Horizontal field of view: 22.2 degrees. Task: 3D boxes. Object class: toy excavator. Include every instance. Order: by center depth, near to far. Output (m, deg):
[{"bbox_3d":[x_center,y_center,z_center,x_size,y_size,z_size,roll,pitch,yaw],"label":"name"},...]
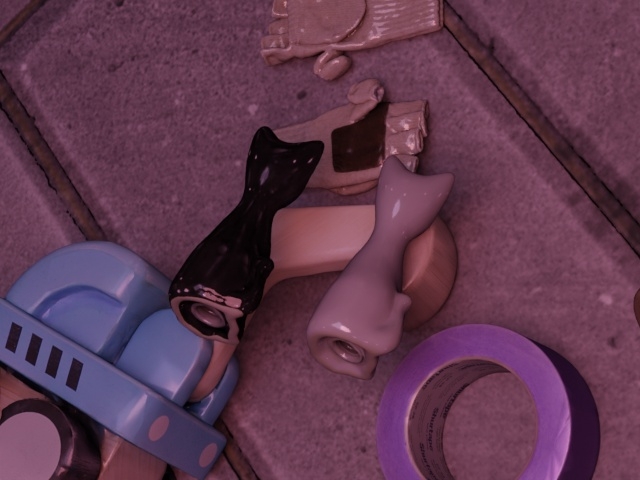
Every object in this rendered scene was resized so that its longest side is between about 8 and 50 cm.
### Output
[{"bbox_3d":[-0.142,0.088,1.598,0.433,0.222,0.445,26,82,30],"label":"toy excavator"}]

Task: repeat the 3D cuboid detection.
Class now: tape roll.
[{"bbox_3d":[0.150,0.174,1.473,0.189,0.080,0.189,-8,73,27],"label":"tape roll"}]

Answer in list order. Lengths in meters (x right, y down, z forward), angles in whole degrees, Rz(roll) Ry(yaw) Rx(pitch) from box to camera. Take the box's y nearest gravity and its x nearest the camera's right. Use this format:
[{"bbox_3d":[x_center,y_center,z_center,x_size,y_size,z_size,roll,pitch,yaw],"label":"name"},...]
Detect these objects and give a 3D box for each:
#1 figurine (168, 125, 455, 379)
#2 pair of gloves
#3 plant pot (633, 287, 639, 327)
[{"bbox_3d":[0.000,0.000,1.470,0.215,0.092,0.209,14,62,18],"label":"figurine"},{"bbox_3d":[0.022,-0.164,1.653,0.204,0.042,0.240,-2,75,29],"label":"pair of gloves"},{"bbox_3d":[0.451,0.055,1.236,0.280,0.323,0.323,-44,59,-8],"label":"plant pot"}]
